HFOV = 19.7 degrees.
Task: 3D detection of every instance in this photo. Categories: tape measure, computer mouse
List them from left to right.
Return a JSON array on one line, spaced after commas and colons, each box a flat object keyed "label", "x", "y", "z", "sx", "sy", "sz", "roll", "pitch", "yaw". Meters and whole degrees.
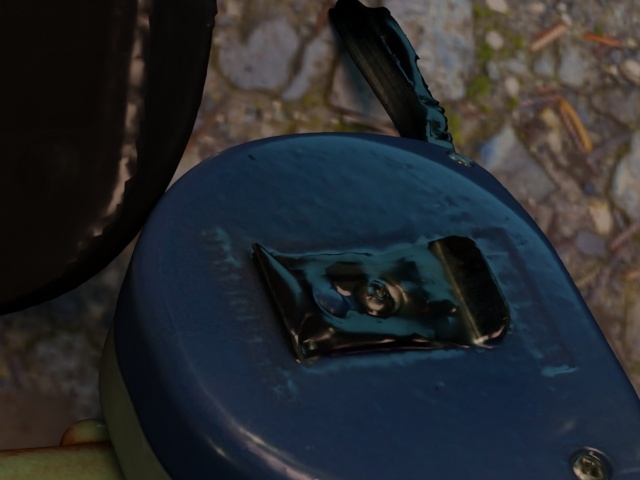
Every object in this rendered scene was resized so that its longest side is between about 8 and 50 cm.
[{"label": "computer mouse", "x": -0.127, "y": -0.085, "z": 0.796, "sx": 0.170, "sy": 0.100, "sz": 0.269, "roll": 0, "pitch": 71, "yaw": 18}, {"label": "tape measure", "x": 0.000, "y": 0.000, "z": 0.788, "sx": 0.215, "sy": 0.098, "sz": 0.351, "roll": -6, "pitch": 50, "yaw": -27}]

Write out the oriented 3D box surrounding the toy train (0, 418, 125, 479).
[{"label": "toy train", "x": -0.080, "y": 0.152, "z": 0.745, "sx": 0.285, "sy": 0.116, "sz": 0.177, "roll": -3, "pitch": 60, "yaw": -23}]
